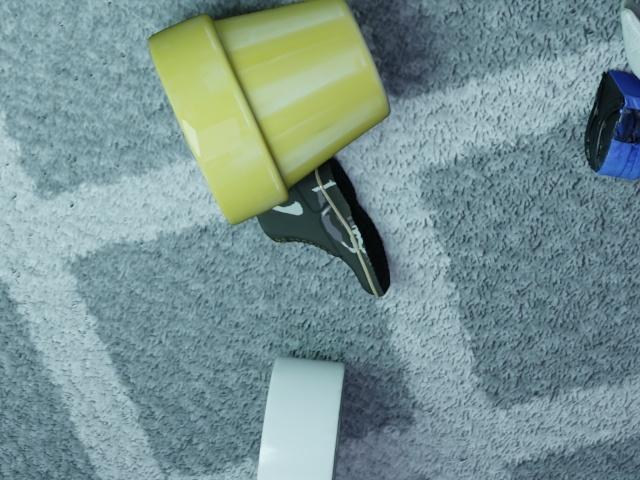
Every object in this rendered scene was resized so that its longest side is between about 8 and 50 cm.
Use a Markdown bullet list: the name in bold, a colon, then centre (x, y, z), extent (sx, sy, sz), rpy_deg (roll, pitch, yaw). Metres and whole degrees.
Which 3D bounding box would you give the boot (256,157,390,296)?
- **boot**: centre (0.000, 0.000, 1.871), extent (0.137, 0.077, 0.198), rpy_deg (-21, 100, 20)

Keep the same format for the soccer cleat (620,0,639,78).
- **soccer cleat**: centre (0.514, -0.290, 1.638), extent (0.331, 0.116, 0.143), rpy_deg (-24, 113, 17)

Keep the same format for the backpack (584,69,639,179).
- **backpack**: centre (0.389, -0.136, 1.742), extent (0.101, 0.098, 0.120), rpy_deg (13, 117, -6)

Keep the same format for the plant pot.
- **plant pot**: centre (-0.053, -0.179, 1.693), extent (0.239, 0.254, 0.254), rpy_deg (-24, 114, -1)

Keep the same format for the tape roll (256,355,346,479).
- **tape roll**: centre (-0.027, 0.304, 1.907), extent (0.100, 0.286, 0.286), rpy_deg (5, 118, 2)
